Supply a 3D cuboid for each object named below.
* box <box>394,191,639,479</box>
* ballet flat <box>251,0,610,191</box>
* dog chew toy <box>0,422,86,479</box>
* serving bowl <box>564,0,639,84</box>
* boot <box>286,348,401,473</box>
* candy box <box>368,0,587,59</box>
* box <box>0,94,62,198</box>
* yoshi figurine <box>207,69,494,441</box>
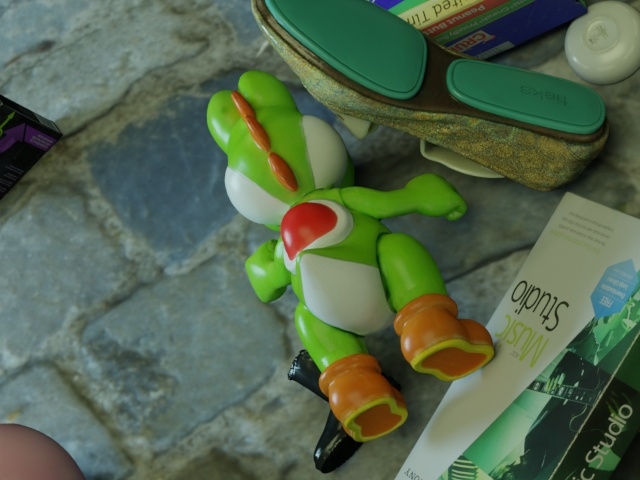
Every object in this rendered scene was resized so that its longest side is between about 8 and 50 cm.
[{"bbox_3d":[0.200,0.123,1.473,0.322,0.058,0.232,-60,21,1],"label":"box"},{"bbox_3d":[0.090,-0.130,1.565,0.349,0.123,0.123,19,84,-6],"label":"ballet flat"},{"bbox_3d":[-0.303,0.351,1.658,0.207,0.206,0.331,-22,76,19],"label":"dog chew toy"},{"bbox_3d":[0.268,-0.191,1.617,0.083,0.027,0.083,-7,73,25],"label":"serving bowl"},{"bbox_3d":[0.009,0.150,1.639,0.099,0.045,0.121,37,86,27],"label":"boot"},{"bbox_3d":[0.091,-0.324,1.682,0.268,0.122,0.317,-23,68,24],"label":"candy box"},{"bbox_3d":[-0.371,-0.081,1.850,0.162,0.116,0.029,-44,63,10],"label":"box"},{"bbox_3d":[0.018,0.001,1.610,0.362,0.204,0.203,60,149,25],"label":"yoshi figurine"}]
